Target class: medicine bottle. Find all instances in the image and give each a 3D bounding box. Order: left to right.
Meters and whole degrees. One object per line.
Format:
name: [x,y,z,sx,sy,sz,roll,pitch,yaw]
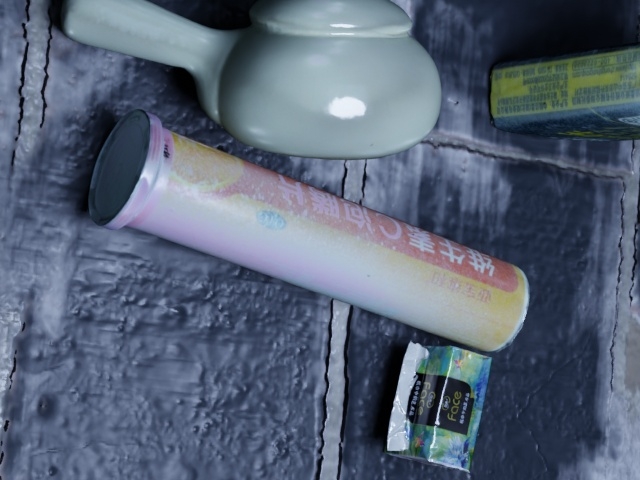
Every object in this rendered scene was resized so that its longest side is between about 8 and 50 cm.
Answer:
medicine bottle: [0.000,0.000,1.647,0.426,0.108,0.108,20,78,-29]

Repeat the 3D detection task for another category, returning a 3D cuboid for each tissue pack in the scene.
tissue pack: [0.103,0.155,1.704,0.079,0.085,0.111,18,80,-27]
tissue pack: [0.311,-0.142,1.734,0.185,0.257,0.081,2,89,-31]

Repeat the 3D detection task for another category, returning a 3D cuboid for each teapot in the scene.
teapot: [-0.048,-0.152,1.564,0.318,0.220,0.149,-1,100,-30]
